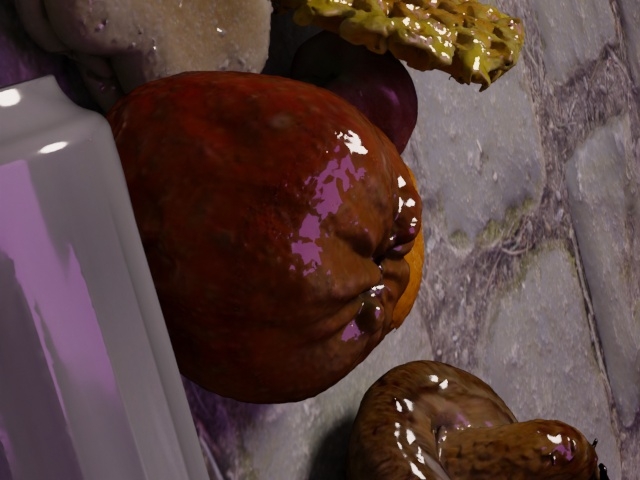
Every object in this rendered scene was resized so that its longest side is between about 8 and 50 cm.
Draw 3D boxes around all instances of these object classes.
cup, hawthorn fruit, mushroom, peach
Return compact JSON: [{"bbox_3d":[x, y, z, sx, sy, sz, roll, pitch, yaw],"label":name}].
[{"bbox_3d":[-0.205,0.074,0.788,0.323,0.237,0.327,-94,169,-80],"label":"cup"},{"bbox_3d":[-0.055,-0.011,0.925,0.262,0.258,0.258,28,46,-2],"label":"hawthorn fruit"},{"bbox_3d":[0.156,0.260,1.289,0.263,0.283,0.195,-94,-165,-44],"label":"mushroom"},{"bbox_3d":[0.024,-0.134,1.301,0.152,0.152,0.152,23,63,-55],"label":"peach"}]

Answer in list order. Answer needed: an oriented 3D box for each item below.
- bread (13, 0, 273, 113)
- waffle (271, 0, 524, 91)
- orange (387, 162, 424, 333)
[{"bbox_3d":[-0.157,-0.209,1.025,0.337,0.102,0.183,47,49,-50],"label":"bread"},{"bbox_3d":[0.062,-0.241,1.267,0.325,0.302,0.068,-60,172,-70],"label":"waffle"},{"bbox_3d":[0.002,0.000,1.153,0.219,0.193,0.219,14,90,-76],"label":"orange"}]
